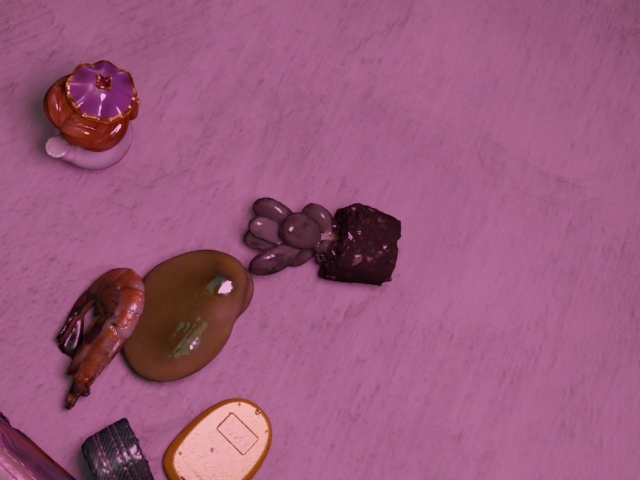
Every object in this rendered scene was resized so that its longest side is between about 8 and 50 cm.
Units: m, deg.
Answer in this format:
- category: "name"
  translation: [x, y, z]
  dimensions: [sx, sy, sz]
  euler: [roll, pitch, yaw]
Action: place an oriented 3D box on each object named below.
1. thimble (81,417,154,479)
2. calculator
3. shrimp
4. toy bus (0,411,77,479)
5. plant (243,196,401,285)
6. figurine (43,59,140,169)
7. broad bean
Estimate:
- category: "thimble"
  translation: [-0.334, 0.363, 1.572]
  dimensions: [0.090, 0.135, 0.118]
  euler: [-24, 88, -13]
- category: "calculator"
  translation: [-0.185, 0.377, 1.650]
  dimensions: [0.146, 0.032, 0.235]
  euler: [44, 73, 0]
- category: "shrimp"
  translation: [-0.394, 0.154, 1.624]
  dimensions: [0.145, 0.059, 0.254]
  euler: [37, 94, 34]
- category: "toy bus"
  translation: [-0.493, 0.406, 1.523]
  dimensions: [0.386, 0.162, 0.171]
  euler: [41, 76, 0]
- category: "plant"
  translation: [0.001, -0.002, 1.705]
  dimensions: [0.275, 0.149, 0.146]
  euler: [6, 62, -12]
- category: "figurine"
  translation: [-0.384, -0.207, 1.610]
  dimensions: [0.142, 0.263, 0.189]
  euler: [46, 73, 2]
- category: "broad bean"
  translation: [-0.236, 0.122, 1.647]
  dimensions: [0.189, 0.121, 0.263]
  euler: [40, 76, 10]
